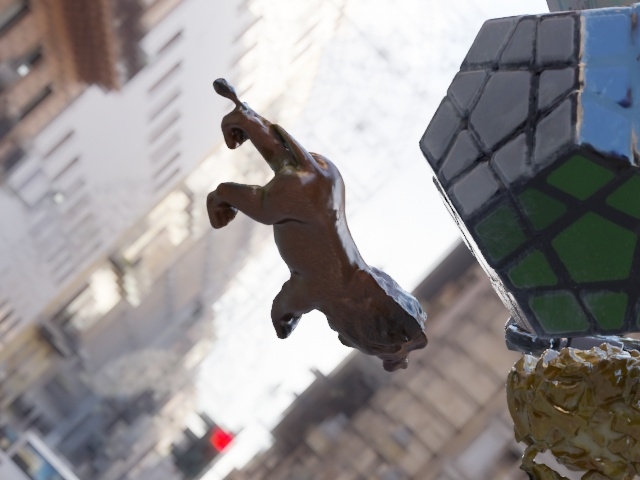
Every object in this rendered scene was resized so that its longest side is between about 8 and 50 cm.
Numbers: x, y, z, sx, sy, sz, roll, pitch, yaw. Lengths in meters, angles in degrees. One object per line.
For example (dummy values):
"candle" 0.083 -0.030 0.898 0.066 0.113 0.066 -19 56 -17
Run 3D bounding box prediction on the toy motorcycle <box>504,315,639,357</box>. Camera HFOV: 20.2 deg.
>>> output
"toy motorcycle" 0.316 0.126 2.326 0.225 0.073 0.152 10 9 -27

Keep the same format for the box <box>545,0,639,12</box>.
"box" 0.311 -0.315 2.002 0.079 0.135 0.269 0 71 -50

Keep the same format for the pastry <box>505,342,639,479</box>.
"pastry" 0.281 0.174 1.676 0.250 0.102 0.154 -5 -85 35

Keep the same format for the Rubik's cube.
"Rubik's cube" 0.242 -0.059 1.492 0.319 0.319 0.264 44 -29 8

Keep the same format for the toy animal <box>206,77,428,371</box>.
"toy animal" 0.000 0.000 1.648 0.158 0.097 0.312 4 -47 38
